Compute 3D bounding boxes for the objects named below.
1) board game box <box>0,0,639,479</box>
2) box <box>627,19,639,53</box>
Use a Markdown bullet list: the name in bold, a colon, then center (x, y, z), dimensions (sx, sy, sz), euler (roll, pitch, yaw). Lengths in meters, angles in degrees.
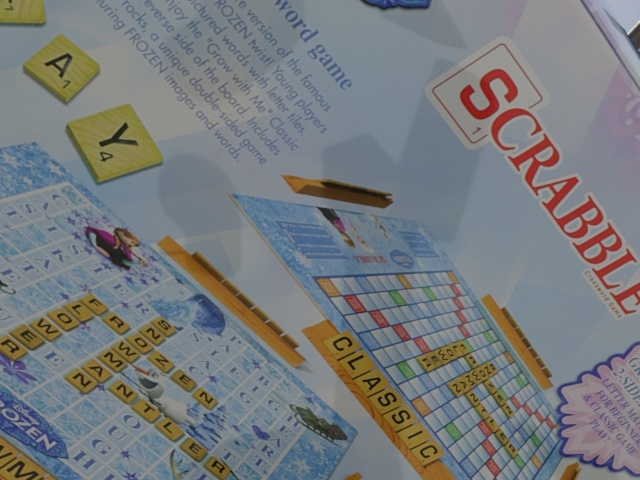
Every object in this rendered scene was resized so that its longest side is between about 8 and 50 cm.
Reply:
- **board game box**: center (-0.031, 0.014, 0.436), dimensions (0.318, 0.066, 0.319), euler (-31, -60, 18)
- **box**: center (0.210, 0.001, 0.593), dimensions (0.231, 0.183, 0.056), euler (43, 0, 9)
